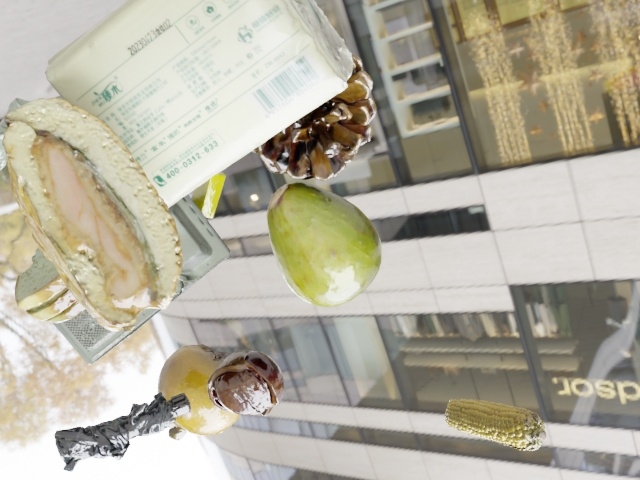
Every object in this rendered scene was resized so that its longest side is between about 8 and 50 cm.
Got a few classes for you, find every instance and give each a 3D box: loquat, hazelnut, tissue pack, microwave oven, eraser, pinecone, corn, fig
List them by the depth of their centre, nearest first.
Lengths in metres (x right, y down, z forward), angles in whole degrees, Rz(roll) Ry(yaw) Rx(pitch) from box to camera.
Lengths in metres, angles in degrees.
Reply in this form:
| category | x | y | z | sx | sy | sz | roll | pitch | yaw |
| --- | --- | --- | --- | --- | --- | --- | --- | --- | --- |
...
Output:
| category | x | y | z | sx | sy | sz | roll | pitch | yaw |
| --- | --- | --- | --- | --- | --- | --- | --- | --- | --- |
| tissue pack | -0.180 | -0.275 | 1.059 | 0.381 | 0.297 | 0.207 | -29 | -157 | 18 |
| pinecone | -0.042 | -0.292 | 1.560 | 0.385 | 0.384 | 0.384 | -18 | -165 | 5 |
| fig | 0.000 | 0.000 | 1.673 | 0.258 | 0.326 | 0.258 | -29 | -156 | 15 |
| microwave oven | -0.489 | 0.076 | 1.746 | 0.432 | 0.236 | 0.374 | -40 | -169 | -17 |
| hazelnut | -0.187 | 0.363 | 1.747 | 0.202 | 0.170 | 0.160 | -27 | -141 | 52 |
| eraser | -0.300 | -0.130 | 1.804 | 0.045 | 0.122 | 0.097 | 9 | -166 | -33 |
| corn | 0.478 | 0.498 | 1.887 | 0.115 | 0.115 | 0.318 | -30 | -160 | -37 |
| loquat | -0.421 | 0.541 | 2.382 | 0.359 | 0.329 | 0.328 | -60 | -160 | -1 |

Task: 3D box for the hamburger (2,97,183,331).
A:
| category | x | y | z | sx | sy | sz | roll | pitch | yaw |
| --- | --- | --- | --- | --- | --- | --- | --- | --- | --- |
| hamburger | -0.336 | -0.034 | 0.999 | 0.162 | 0.329 | 0.209 | -36 | -171 | -23 |

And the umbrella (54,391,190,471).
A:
| category | x | y | z | sx | sy | sz | roll | pitch | yaw |
| --- | --- | --- | --- | --- | --- | --- | --- | --- | --- |
| umbrella | -0.324 | 0.319 | 1.143 | 0.224 | 0.080 | 0.071 | -20 | -130 | -20 |

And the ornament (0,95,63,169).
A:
| category | x | y | z | sx | sy | sz | roll | pitch | yaw |
| --- | --- | --- | --- | --- | --- | --- | --- | --- | --- |
| ornament | -0.623 | -0.212 | 1.376 | 0.285 | 0.120 | 0.130 | -38 | 173 | -44 |

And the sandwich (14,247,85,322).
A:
| category | x | y | z | sx | sy | sz | roll | pitch | yaw |
| --- | --- | --- | --- | --- | --- | --- | --- | --- | --- |
| sandwich | -0.475 | 0.004 | 1.330 | 0.254 | 0.099 | 0.288 | -35 | -136 | 11 |
